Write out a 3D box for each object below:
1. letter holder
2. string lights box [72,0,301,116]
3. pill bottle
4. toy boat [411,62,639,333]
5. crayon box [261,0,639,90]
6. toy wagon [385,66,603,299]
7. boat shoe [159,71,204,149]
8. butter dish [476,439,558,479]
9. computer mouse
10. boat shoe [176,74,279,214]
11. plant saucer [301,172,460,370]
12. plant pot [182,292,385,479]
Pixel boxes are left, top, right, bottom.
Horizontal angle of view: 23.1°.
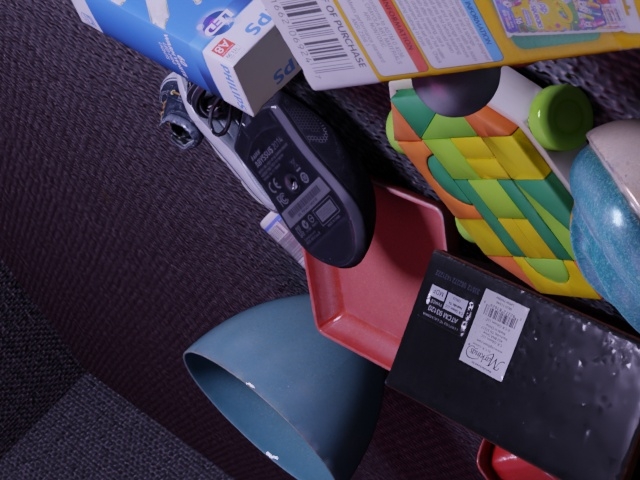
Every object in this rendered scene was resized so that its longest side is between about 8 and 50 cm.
[{"bbox_3d":[0.258,0.140,1.562,0.214,0.152,0.302,13,-171,-45],"label":"letter holder"},{"bbox_3d":[-0.120,-0.235,1.542,0.259,0.133,0.077,30,158,34],"label":"string lights box"},{"bbox_3d":[0.000,0.000,1.914,0.137,0.078,0.078,44,162,-2],"label":"pill bottle"},{"bbox_3d":[0.207,-0.046,1.173,0.318,0.148,0.267,55,-170,-2],"label":"toy boat"},{"bbox_3d":[0.086,-0.215,1.042,0.323,0.083,0.203,-1,131,42],"label":"crayon box"},{"bbox_3d":[0.152,-0.087,1.402,0.344,0.068,0.267,50,161,-19],"label":"toy wagon"},{"bbox_3d":[-0.171,-0.158,1.912,0.065,0.083,0.183,50,161,-21],"label":"boat shoe"},{"bbox_3d":[0.277,0.244,1.810,0.118,0.160,0.160,-14,125,41],"label":"butter dish"},{"bbox_3d":[-0.018,-0.099,1.674,0.272,0.072,0.188,57,142,1],"label":"computer mouse"},{"bbox_3d":[-0.098,-0.122,1.779,0.226,0.083,0.076,61,164,8],"label":"boat shoe"},{"bbox_3d":[0.076,0.031,1.765,0.259,0.047,0.258,24,134,44],"label":"plant saucer"},{"bbox_3d":[-0.021,0.189,2.196,0.290,0.195,0.290,39,162,15],"label":"plant pot"}]
